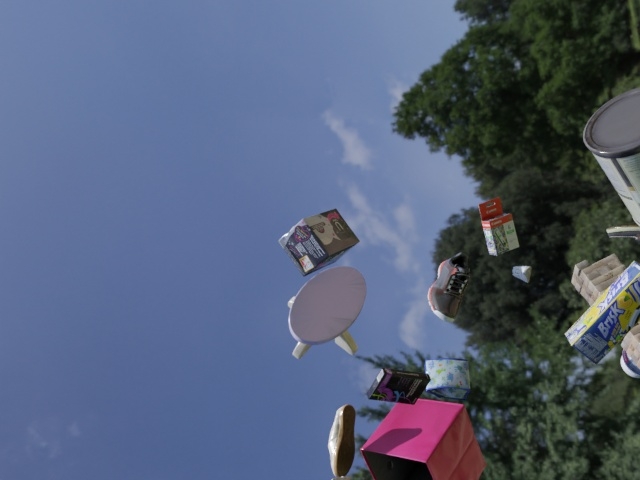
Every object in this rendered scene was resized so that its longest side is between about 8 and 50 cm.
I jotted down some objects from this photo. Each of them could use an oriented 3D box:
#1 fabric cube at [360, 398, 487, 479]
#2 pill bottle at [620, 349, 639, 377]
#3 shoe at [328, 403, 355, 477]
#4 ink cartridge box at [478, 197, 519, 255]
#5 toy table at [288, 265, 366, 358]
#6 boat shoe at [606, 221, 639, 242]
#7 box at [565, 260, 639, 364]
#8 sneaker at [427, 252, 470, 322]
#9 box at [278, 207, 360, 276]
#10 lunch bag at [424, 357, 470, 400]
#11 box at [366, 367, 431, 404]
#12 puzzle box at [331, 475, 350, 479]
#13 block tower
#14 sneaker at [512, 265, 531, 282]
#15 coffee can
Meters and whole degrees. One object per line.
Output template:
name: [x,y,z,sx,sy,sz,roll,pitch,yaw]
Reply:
fabric cube: [0.331,0.688,1.937,0.258,0.254,0.259,-39,-67,-43]
pill bottle: [0.866,0.301,1.619,0.180,0.108,0.108,79,-166,-60]
shoe: [0.065,0.618,1.886,0.076,0.058,0.219,30,-125,-32]
ink cartridge box: [0.386,-0.031,1.325,0.063,0.029,0.115,-19,-81,-20]
toy table: [0.016,0.218,1.783,0.274,0.252,0.161,-33,-24,-25]
boat shoe: [0.856,-0.013,1.575,0.080,0.223,0.073,-16,-82,-47]
box: [0.481,0.117,0.996,0.054,0.169,0.059,38,-164,2]
sneaker: [0.241,0.078,1.120,0.061,0.065,0.158,27,-136,-7]
box: [0.000,0.000,2.160,0.163,0.142,0.247,54,-151,9]
lunch bag: [0.448,0.491,2.180,0.096,0.151,0.129,99,178,-45]
box: [0.233,0.435,1.817,0.162,0.116,0.029,11,-147,-22]
puzzle box: [0.070,0.846,1.568,0.272,0.052,0.409,102,161,-55]
block tower: [0.693,0.180,1.340,0.335,0.097,0.091,62,177,35]
sneaker: [0.673,0.110,2.047,0.152,0.061,0.054,18,-95,-72]
coffee can: [0.751,-0.179,1.380,0.275,0.201,0.201,44,-139,-28]
